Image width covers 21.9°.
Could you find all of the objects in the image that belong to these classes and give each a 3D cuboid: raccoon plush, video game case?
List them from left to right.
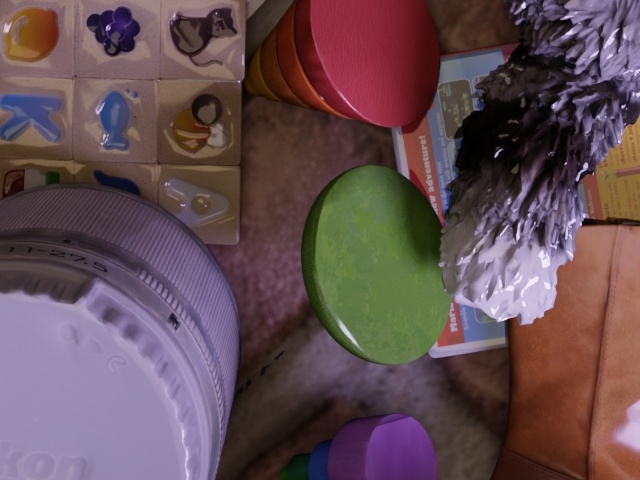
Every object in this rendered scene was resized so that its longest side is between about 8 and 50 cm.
[{"bbox_3d":[0.197,-0.042,1.120,0.285,0.025,0.204,-9,91,4],"label":"video game case"},{"bbox_3d":[0.196,-0.182,0.941,0.216,0.299,0.446,10,76,12],"label":"raccoon plush"}]

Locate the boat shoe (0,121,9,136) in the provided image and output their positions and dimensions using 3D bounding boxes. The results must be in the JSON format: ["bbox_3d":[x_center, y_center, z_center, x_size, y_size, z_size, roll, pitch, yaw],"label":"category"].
[{"bbox_3d":[-0.198,-0.103,1.145,0.035,0.035,0.100,30,89,-24],"label":"boat shoe"}]

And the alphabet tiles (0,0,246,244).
[{"bbox_3d":[-0.223,-0.085,1.119,0.342,0.011,0.285,2,103,0],"label":"alphabet tiles"}]

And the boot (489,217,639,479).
[{"bbox_3d":[0.240,0.126,1.087,0.264,0.096,0.280,7,94,13],"label":"boot"}]

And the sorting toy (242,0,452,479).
[{"bbox_3d":[0.000,0.000,1.075,0.126,0.127,0.365,-13,75,43],"label":"sorting toy"}]

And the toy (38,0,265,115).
[{"bbox_3d":[-0.151,-0.217,1.121,0.237,0.056,0.137,43,100,-9],"label":"toy"}]

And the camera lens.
[{"bbox_3d":[-0.164,0.091,1.012,0.219,0.274,0.219,0,103,1],"label":"camera lens"}]
